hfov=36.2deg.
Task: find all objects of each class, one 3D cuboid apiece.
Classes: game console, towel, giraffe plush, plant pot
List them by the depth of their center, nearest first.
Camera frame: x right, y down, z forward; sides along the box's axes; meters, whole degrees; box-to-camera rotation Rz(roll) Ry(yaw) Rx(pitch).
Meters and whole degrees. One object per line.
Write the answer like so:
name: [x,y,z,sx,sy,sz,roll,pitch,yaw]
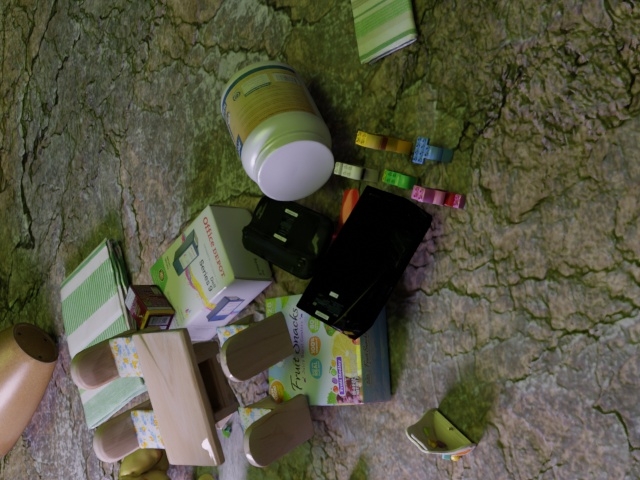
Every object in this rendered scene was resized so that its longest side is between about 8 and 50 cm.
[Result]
game console: [0.000,0.000,1.496,0.361,0.044,0.213,26,83,50]
towel: [0.097,-0.357,1.502,0.113,0.023,0.152,-20,70,41]
giraffe plush: [-0.277,0.455,1.731,0.171,0.210,0.181,17,88,13]
towel: [-0.445,0.188,2.000,0.248,0.038,0.324,-37,63,39]
plant pot: [-0.695,0.303,2.134,0.254,0.237,0.237,-46,55,16]

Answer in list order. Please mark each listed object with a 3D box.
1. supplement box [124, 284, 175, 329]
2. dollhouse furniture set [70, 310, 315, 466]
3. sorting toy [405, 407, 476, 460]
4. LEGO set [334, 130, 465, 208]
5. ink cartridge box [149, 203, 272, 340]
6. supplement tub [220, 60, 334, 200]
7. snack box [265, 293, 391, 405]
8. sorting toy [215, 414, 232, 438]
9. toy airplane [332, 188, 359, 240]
supplement box: [-0.300,0.117,1.713,0.083,0.055,0.043,49,125,40]
dollhouse furniture set: [-0.219,0.337,1.504,0.362,0.256,0.394,-9,100,39]
sorting toy: [0.156,0.273,1.344,0.083,0.075,0.044,41,115,40]
LEGO set: [0.101,-0.116,1.421,0.227,0.093,0.087,20,101,45]
ink cartridge box: [-0.194,0.058,1.710,0.212,0.093,0.154,-41,58,35]
supplement tub: [-0.067,-0.173,1.542,0.144,0.144,0.199,-53,42,29]
snack box: [0.008,0.167,1.510,0.207,0.070,0.174,-12,78,46]
sorting toy: [-0.171,0.304,1.722,0.062,0.012,0.083,-51,53,30]
toy airplane: [0.024,-0.009,1.537,0.151,0.028,0.151,-8,79,45]
